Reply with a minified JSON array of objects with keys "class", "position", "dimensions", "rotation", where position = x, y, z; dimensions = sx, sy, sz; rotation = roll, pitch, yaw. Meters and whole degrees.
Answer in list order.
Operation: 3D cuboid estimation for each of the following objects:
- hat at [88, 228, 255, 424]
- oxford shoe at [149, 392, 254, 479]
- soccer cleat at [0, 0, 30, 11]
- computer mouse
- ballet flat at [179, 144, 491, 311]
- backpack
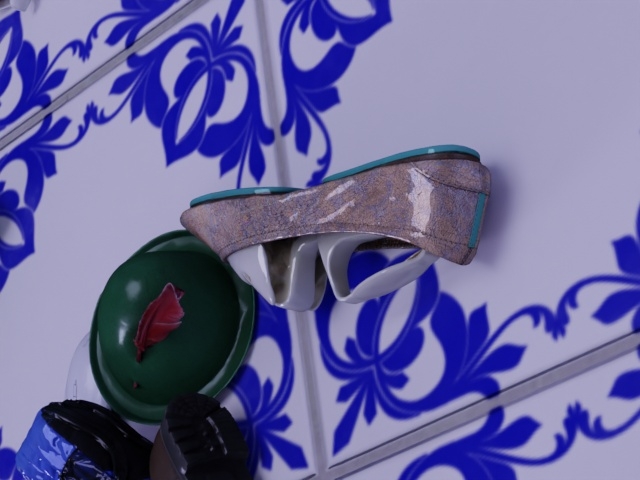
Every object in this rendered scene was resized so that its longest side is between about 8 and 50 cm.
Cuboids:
[{"class":"hat","position":[-0.167,0.049,1.485],"dimensions":[0.208,0.183,0.173],"rotation":[-34,60,21]},{"class":"oxford shoe","position":[-0.084,0.243,1.444],"dimensions":[0.096,0.082,0.227],"rotation":[-58,39,40]},{"class":"soccer cleat","position":[-0.376,-0.285,1.930],"dimensions":[0.196,0.068,0.076],"rotation":[8,86,45]},{"class":"computer mouse","position":[-0.216,0.157,1.626],"dimensions":[0.106,0.042,0.193],"rotation":[6,82,48]},{"class":"ballet flat","position":[0.000,0.000,1.408],"dimensions":[0.316,0.107,0.106],"rotation":[-11,76,46]},{"class":"backpack","position":[-0.204,0.199,1.531],"dimensions":[0.120,0.098,0.101],"rotation":[37,104,20]}]
